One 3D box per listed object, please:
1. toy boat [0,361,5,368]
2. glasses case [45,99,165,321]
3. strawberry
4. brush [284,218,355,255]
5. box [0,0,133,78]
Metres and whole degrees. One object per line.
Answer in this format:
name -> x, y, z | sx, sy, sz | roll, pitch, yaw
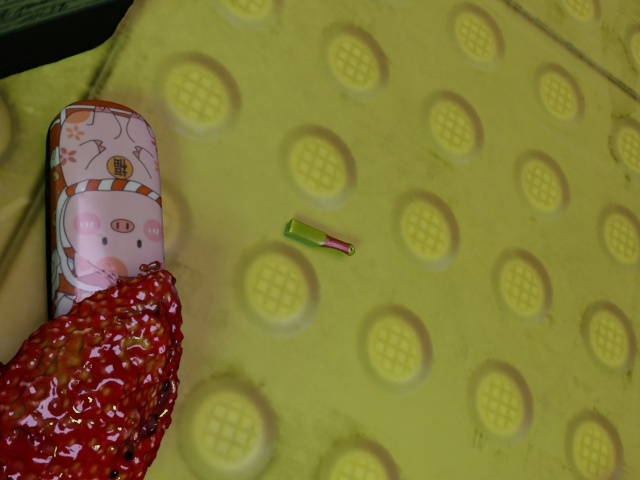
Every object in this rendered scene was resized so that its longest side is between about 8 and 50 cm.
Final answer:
toy boat -> -0.363, 0.013, 0.622 | 0.079, 0.136, 0.392 | -48, 125, -25
glasses case -> -0.200, -0.003, 0.788 | 0.103, 0.067, 0.266 | 2, 73, -31
strawberry -> -0.172, 0.140, 0.693 | 0.228, 0.098, 0.174 | -43, 122, -15
brush -> 0.000, 0.000, 0.939 | 0.083, 0.021, 0.018 | 21, 63, -19
box -> -0.304, -0.184, 0.699 | 0.350, 0.211, 0.058 | -29, 88, -36
